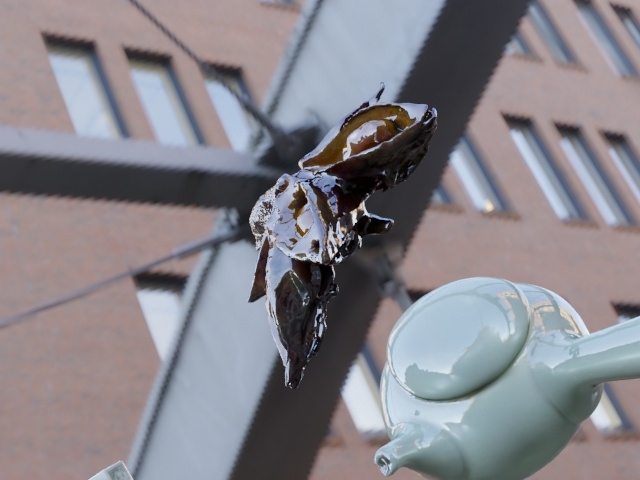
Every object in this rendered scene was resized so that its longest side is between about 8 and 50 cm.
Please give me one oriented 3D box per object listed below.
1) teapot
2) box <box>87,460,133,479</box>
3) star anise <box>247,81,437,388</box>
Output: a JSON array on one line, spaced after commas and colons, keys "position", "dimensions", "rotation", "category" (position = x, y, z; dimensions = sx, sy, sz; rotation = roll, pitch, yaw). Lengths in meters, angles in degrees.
[{"position": [0.190, 0.102, 1.361], "dimensions": [0.318, 0.220, 0.149], "rotation": [-25, -53, 20], "category": "teapot"}, {"position": [-0.170, 0.210, 1.179], "dimensions": [0.083, 0.054, 0.024], "rotation": [-35, -9, 37], "category": "box"}, {"position": [-0.004, -0.002, 0.859], "dimensions": [0.053, 0.157, 0.212], "rotation": [28, -44, -16], "category": "star anise"}]
